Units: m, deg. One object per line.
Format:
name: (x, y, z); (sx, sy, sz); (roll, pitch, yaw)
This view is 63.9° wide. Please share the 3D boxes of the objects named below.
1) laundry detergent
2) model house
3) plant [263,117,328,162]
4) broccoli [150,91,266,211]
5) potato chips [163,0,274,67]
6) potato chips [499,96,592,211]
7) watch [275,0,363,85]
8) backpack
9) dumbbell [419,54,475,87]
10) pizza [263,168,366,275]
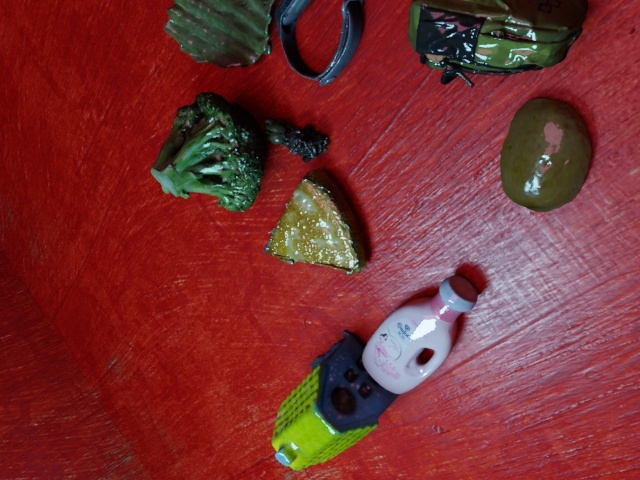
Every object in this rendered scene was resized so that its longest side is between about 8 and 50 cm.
laundry detergent: (0.223, 0.210, 1.147); (0.159, 0.088, 0.335); (41, 128, 11)
model house: (0.023, 0.417, 1.261); (0.215, 0.303, 0.237); (43, 129, 7)
plant: (-0.061, -0.236, 1.191); (0.174, 0.087, 0.085); (26, 93, 22)
broccoli: (-0.260, -0.199, 1.241); (0.308, 0.275, 0.307); (35, 152, 21)
potato chips: (-0.227, -0.580, 1.157); (0.389, 0.097, 0.373); (17, 120, 33)
potato chips: (0.386, -0.142, 0.898); (0.150, 0.049, 0.201); (27, 129, 33)
watch: (0.000, -0.441, 1.061); (0.206, 0.068, 0.193); (-34, 90, 45)
backpack: (0.273, -0.342, 0.803); (0.253, 0.207, 0.140); (21, 143, 19)
dumbbell: (0.225, -0.329, 0.928); (0.147, 0.069, 0.069); (49, 130, 12)
pizza: (0.000, 0.000, 1.241); (0.251, 0.074, 0.287); (47, 131, 13)
